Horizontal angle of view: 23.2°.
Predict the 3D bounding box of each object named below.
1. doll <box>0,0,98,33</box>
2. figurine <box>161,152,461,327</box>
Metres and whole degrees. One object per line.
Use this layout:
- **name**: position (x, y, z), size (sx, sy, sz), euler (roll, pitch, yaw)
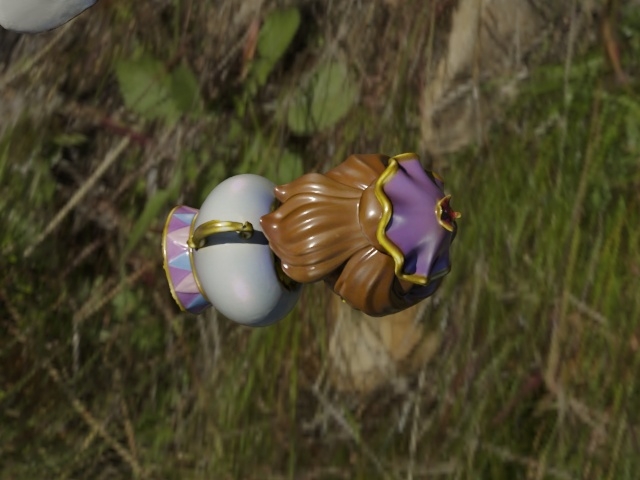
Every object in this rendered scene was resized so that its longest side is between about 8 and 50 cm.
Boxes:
- **doll**: position (-0.174, -0.349, 1.347), size (0.348, 0.423, 0.161), euler (-41, 121, 3)
- **figurine**: position (0.000, 0.000, 1.343), size (0.263, 0.189, 0.142), euler (-8, 82, 22)
